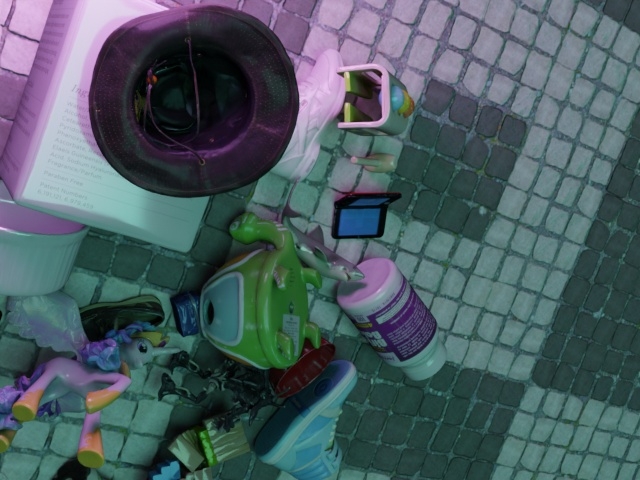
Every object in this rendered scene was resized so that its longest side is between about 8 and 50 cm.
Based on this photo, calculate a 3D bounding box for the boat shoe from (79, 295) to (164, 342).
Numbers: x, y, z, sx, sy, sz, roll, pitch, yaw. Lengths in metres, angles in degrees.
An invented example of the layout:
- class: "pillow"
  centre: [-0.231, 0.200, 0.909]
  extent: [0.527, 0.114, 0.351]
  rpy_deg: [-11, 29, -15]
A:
- class: "boat shoe"
  centre: [-0.439, 0.175, 1.762]
  extent: [0.223, 0.073, 0.080]
  rpy_deg: [-14, 113, -21]

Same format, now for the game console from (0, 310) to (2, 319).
- class: "game console"
  centre: [-0.806, 0.102, 1.584]
  extent: [0.213, 0.044, 0.361]
  rpy_deg: [-43, 117, -9]

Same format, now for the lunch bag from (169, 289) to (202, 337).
- class: "lunch bag"
  centre: [-0.288, 0.157, 1.834]
  extent: [0.065, 0.067, 0.099]
  rpy_deg: [-16, 109, -21]

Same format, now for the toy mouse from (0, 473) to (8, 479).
- class: "toy mouse"
  centre: [-0.732, 0.479, 1.731]
  extent: [0.143, 0.031, 0.161]
  rpy_deg: [-41, 118, -10]

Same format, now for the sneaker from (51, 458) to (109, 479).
- class: "sneaker"
  centre: [-0.476, 0.678, 1.757]
  extent: [0.182, 0.158, 0.411]
  rpy_deg: [31, 47, -43]

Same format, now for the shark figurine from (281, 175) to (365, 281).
- class: "shark figurine"
  centre: [-0.026, -0.013, 1.900]
  extent: [0.278, 0.166, 0.116]
  rpy_deg: [50, 47, -28]

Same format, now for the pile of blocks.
- class: "pile of blocks"
  centre: [-0.324, 0.522, 1.896]
  extent: [0.362, 0.112, 0.149]
  rpy_deg: [-44, 105, -22]

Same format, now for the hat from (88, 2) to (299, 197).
- class: "hat"
  centre: [-0.203, -0.225, 1.357]
  extent: [0.331, 0.134, 0.332]
  rpy_deg: [-2, 102, -8]

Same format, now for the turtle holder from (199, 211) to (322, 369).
- class: "turtle holder"
  centre: [-0.142, 0.118, 1.794]
  extent: [0.227, 0.243, 0.321]
  rpy_deg: [-3, 111, 22]

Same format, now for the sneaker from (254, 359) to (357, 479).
- class: "sneaker"
  centre: [0.012, 0.452, 2.031]
  extent: [0.319, 0.127, 0.208]
  rpy_deg: [-45, 117, 3]

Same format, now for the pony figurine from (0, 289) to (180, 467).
- class: "pony figurine"
  centre: [-0.486, 0.263, 1.603]
  extent: [0.350, 0.363, 0.303]
  rpy_deg: [5, 115, 10]

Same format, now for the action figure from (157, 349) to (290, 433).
- class: "action figure"
  centre: [-0.210, 0.332, 1.849]
  extent: [0.275, 0.141, 0.164]
  rpy_deg: [16, 58, 1]

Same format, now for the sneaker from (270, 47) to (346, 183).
- class: "sneaker"
  centre: [-0.043, -0.280, 1.803]
  extent: [0.152, 0.114, 0.305]
  rpy_deg: [20, 95, -30]

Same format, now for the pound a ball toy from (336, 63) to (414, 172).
- class: "pound a ball toy"
  centre: [0.132, -0.256, 1.800]
  extent: [0.135, 0.319, 0.208]
  rpy_deg: [-1, 92, 15]

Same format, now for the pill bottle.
- class: "pill bottle"
  centre: [0.182, 0.198, 2.014]
  extent: [0.169, 0.169, 0.301]
  rpy_deg: [-43, 117, -9]

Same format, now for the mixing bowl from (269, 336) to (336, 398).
- class: "mixing bowl"
  centre: [-0.064, 0.271, 1.938]
  extent: [0.181, 0.098, 0.181]
  rpy_deg: [-35, 154, -20]

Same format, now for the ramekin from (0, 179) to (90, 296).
- class: "ramekin"
  centre: [-0.578, -0.006, 1.540]
  extent: [0.277, 0.277, 0.135]
  rpy_deg: [11, 108, -28]

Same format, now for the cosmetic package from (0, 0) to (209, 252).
- class: "cosmetic package"
  centre: [-0.366, -0.235, 1.538]
  extent: [0.327, 0.329, 0.394]
  rpy_deg: [18, 96, -28]

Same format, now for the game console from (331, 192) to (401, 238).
- class: "game console"
  centre: [0.109, -0.058, 1.959]
  extent: [0.144, 0.124, 0.085]
  rpy_deg: [-2, 79, -26]
